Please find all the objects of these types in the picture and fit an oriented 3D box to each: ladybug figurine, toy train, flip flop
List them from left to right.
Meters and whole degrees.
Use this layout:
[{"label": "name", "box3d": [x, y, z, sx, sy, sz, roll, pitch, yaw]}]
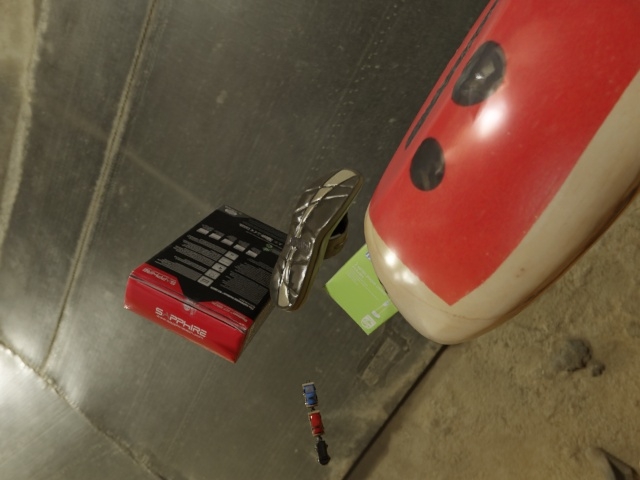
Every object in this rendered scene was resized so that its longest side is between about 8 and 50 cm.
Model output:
[{"label": "toy train", "box3d": [-0.009, 0.342, 1.007, 0.027, 0.036, 0.158, -13, 69, -3]}, {"label": "flip flop", "box3d": [0.000, 0.000, 0.946, 0.112, 0.080, 0.277, 24, 92, 48]}, {"label": "ladybug figurine", "box3d": [0.180, -0.100, 0.508, 0.162, 0.305, 0.449, 29, 117, -4]}]

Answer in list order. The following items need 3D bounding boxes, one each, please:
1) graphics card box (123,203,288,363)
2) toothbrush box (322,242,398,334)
[{"label": "graphics card box", "box3d": [-0.187, 0.065, 1.076, 0.233, 0.371, 0.094, 25, 119, 5]}, {"label": "toothbrush box", "box3d": [0.164, 0.003, 0.914, 0.122, 0.206, 0.283, 47, 127, 3]}]
